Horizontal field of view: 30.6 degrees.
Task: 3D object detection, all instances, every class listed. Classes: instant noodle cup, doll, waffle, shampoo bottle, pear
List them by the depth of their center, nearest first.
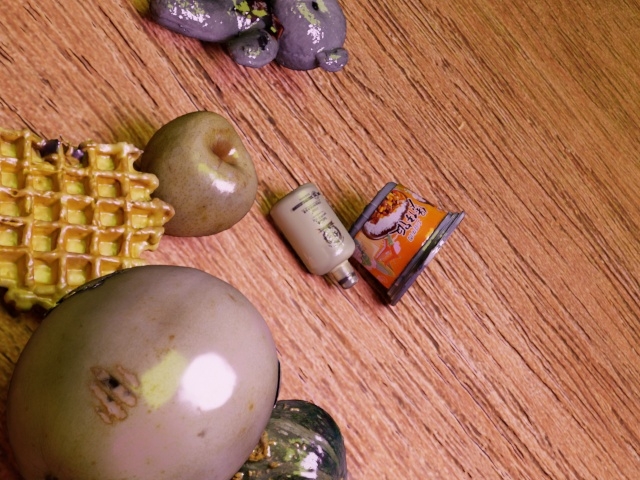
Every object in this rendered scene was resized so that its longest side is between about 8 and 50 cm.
[{"bbox_3d":[-0.325,-0.040,1.404,0.309,0.065,0.283,47,54,-5],"label":"waffle"},{"bbox_3d":[-0.164,-0.085,1.556,0.167,0.136,0.167,27,45,-30],"label":"pear"},{"bbox_3d":[0.000,0.000,1.689,0.162,0.079,0.079,56,41,2],"label":"shampoo bottle"},{"bbox_3d":[0.116,-0.008,1.746,0.125,0.208,0.177,39,72,4],"label":"instant noodle cup"},{"bbox_3d":[-0.098,-0.363,1.786,0.340,0.158,0.245,18,40,-30],"label":"doll"}]

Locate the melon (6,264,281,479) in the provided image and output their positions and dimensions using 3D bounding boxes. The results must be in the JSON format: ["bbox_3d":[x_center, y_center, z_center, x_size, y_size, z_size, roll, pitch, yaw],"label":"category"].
[{"bbox_3d":[-0.187,0.157,1.268,0.268,0.268,0.330,49,43,-5],"label":"melon"}]

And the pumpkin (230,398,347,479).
[{"bbox_3d":[-0.042,0.283,1.396,0.146,0.190,0.190,-3,56,3],"label":"pumpkin"}]
